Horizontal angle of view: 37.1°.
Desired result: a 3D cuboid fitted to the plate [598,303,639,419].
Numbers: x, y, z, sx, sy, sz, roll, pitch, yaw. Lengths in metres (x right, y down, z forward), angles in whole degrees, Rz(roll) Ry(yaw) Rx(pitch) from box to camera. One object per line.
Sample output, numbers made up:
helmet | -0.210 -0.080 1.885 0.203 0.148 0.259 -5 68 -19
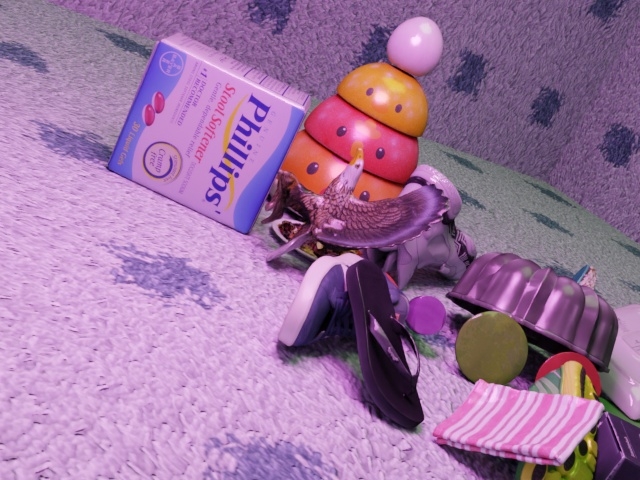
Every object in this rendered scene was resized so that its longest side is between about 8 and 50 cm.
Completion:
plate | 0.641 0.225 1.923 0.277 0.045 0.278 -9 40 -28

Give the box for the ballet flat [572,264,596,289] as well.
ballet flat | 0.542 0.146 2.070 0.077 0.091 0.241 48 56 3

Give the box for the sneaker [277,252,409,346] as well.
sneaker | 0.053 0.105 1.462 0.148 0.131 0.350 30 18 12

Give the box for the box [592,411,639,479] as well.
box | 0.486 0.362 1.377 0.207 0.108 0.153 27 16 1

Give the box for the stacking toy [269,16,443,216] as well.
stacking toy | 0.110 -0.261 2.046 0.350 0.480 0.350 24 16 -7

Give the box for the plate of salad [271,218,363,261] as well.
plate of salad | 0.000 0.000 1.848 0.199 0.048 0.200 25 17 -8

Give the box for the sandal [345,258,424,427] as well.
sandal | 0.094 0.140 1.351 0.097 0.054 0.255 11 57 -49

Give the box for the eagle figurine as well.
eagle figurine | 0.059 -0.050 1.676 0.298 0.225 0.226 22 43 -2

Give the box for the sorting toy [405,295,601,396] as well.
sorting toy | 0.301 0.197 1.656 0.365 0.127 0.126 27 -7 -6

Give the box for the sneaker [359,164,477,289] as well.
sneaker | 0.197 0.017 1.962 0.137 0.210 0.366 39 -14 32

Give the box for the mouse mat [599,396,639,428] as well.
mouse mat | 0.608 0.353 1.777 0.189 0.007 0.152 23 17 -16

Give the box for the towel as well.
towel | 0.270 0.247 1.308 0.197 0.029 0.144 2 25 38

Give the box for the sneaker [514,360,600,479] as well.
sneaker | 0.332 0.291 1.394 0.109 0.123 0.295 56 32 -7

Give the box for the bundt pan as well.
bundt pan | 0.407 0.121 1.786 0.330 0.124 0.331 26 -4 2

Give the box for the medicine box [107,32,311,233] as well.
medicine box | -0.201 -0.201 1.766 0.289 0.263 0.149 25 17 -3
